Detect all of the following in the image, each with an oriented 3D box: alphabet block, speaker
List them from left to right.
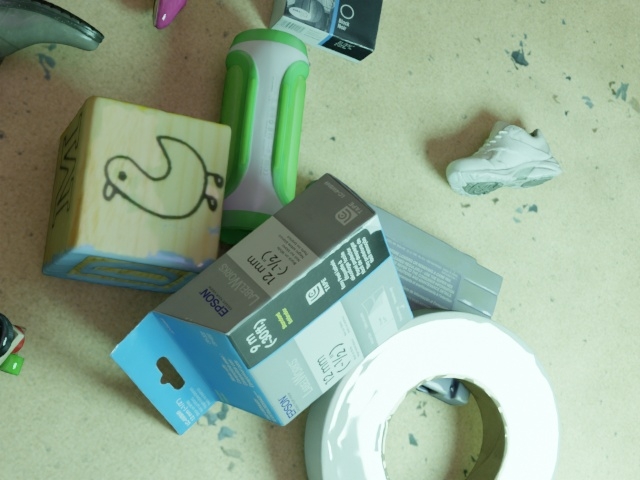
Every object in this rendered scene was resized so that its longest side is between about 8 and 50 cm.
[{"bbox_3d":[-0.240,-0.050,1.253,0.193,0.193,0.197,10,75,-26],"label":"alphabet block"},{"bbox_3d":[-0.088,-0.145,1.385,0.131,0.131,0.296,12,74,-24],"label":"speaker"}]

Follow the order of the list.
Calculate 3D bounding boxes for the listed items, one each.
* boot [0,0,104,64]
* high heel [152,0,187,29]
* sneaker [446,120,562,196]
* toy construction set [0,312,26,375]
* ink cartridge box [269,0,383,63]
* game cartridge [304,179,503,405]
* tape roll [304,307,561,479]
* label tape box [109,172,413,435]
[{"bbox_3d":[-0.421,-0.247,1.262,0.247,0.083,0.161,14,104,-28],"label":"boot"},{"bbox_3d":[-0.166,-0.392,1.425,0.117,0.082,0.244,21,57,-11],"label":"high heel"},{"bbox_3d":[0.290,-0.139,1.604,0.232,0.090,0.115,-8,76,-36],"label":"sneaker"},{"bbox_3d":[-0.474,0.162,1.047,0.258,0.309,0.237,20,76,-13],"label":"toy construction set"},{"bbox_3d":[0.028,-0.463,1.547,0.166,0.065,0.332,15,72,-22],"label":"ink cartridge box"},{"bbox_3d":[0.101,0.079,1.472,0.355,0.068,0.230,27,65,-19],"label":"game cartridge"},{"bbox_3d":[0.167,0.292,1.408,0.392,0.072,0.391,0,91,-21],"label":"tape roll"},{"bbox_3d":[-0.061,0.115,1.235,0.348,0.249,0.115,-40,53,-13],"label":"label tape box"}]
